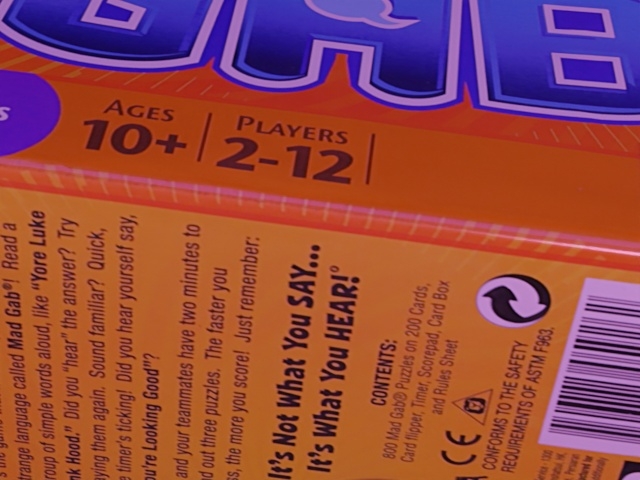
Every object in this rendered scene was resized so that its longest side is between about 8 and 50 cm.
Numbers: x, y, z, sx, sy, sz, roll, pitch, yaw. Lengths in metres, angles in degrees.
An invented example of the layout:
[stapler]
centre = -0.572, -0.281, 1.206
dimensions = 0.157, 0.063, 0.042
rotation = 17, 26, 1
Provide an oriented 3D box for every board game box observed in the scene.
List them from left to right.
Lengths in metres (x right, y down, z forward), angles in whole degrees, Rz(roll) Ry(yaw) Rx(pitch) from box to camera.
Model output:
[board game box]
centre = 0.000, 0.000, 0.770
dimensions = 0.356, 0.357, 0.356
rotation = 8, 42, 0
